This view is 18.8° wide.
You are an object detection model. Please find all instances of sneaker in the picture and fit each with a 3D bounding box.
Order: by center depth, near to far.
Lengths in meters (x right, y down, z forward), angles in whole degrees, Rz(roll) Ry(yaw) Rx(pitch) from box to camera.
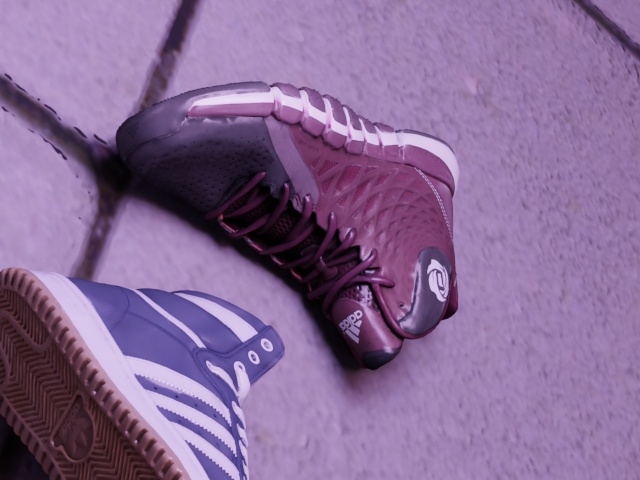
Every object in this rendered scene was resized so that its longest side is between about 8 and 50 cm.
[{"bbox_3d":[-0.066,0.124,1.044,0.153,0.099,0.282,6,39,-46],"label":"sneaker"},{"bbox_3d":[0.000,0.000,1.231,0.281,0.106,0.162,9,63,-42],"label":"sneaker"}]
